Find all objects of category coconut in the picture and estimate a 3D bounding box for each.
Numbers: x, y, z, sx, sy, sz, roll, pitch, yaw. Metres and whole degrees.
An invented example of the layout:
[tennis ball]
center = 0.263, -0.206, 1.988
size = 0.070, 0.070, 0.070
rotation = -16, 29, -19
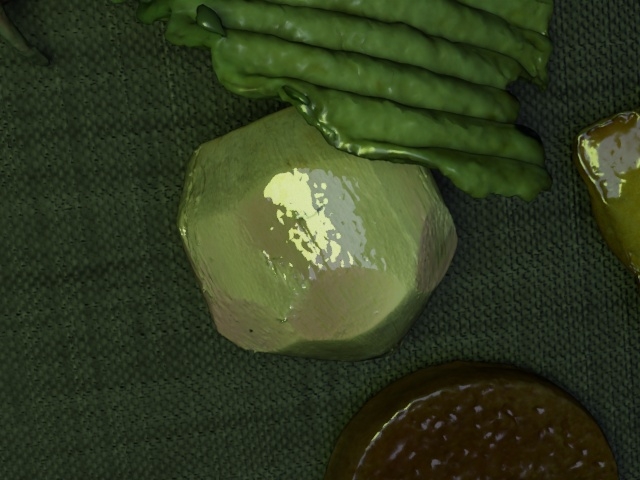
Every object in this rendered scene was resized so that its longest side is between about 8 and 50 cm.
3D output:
[coconut]
center = -0.001, 0.000, 0.985
size = 0.227, 0.227, 0.230
rotation = -22, 95, -4

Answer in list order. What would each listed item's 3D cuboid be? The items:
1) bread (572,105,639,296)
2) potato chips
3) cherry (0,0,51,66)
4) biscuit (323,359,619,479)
[bread]
center = 0.341, -0.031, 1.097
size = 0.161, 0.088, 0.233
rotation = -27, 100, -8
[potato chips]
center = 0.028, -0.195, 0.942
size = 0.389, 0.373, 0.097
rotation = 22, 137, -7
[cherry]
center = -0.331, -0.306, 0.862
size = 0.335, 0.291, 0.326
rotation = 40, 103, 6
[biscuit]
center = 0.166, 0.312, 1.138
size = 0.350, 0.070, 0.394
rotation = 4, 100, -11
